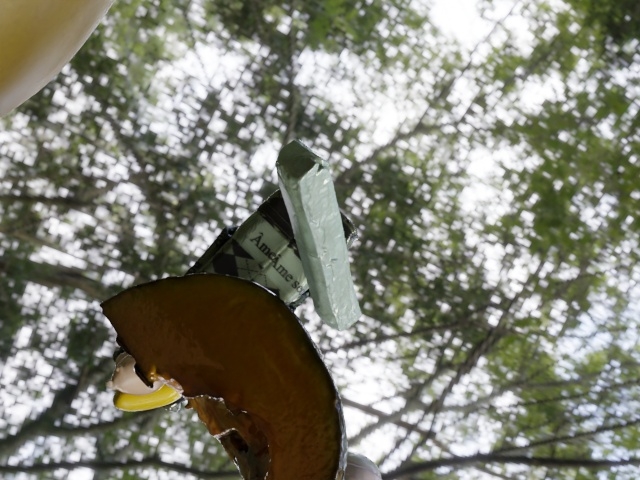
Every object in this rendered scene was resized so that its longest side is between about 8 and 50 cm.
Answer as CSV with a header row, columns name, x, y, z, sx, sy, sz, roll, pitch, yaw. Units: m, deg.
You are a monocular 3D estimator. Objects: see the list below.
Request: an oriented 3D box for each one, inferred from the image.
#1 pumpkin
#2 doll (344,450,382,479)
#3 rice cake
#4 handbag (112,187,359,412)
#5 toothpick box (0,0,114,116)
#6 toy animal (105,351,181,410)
name,x,y,z,sx,sy,sz,roll,pitch,yaw
pumpkin,-0.048,0.145,0.985,0.148,0.169,0.312,-39,-121,1
doll,0.131,0.383,1.597,0.160,0.365,0.094,99,3,-62
rice cake,0.000,0.000,1.031,0.042,0.245,0.045,-38,-125,-18
handbag,-0.144,0.089,1.832,0.416,0.180,0.317,-44,-179,-8
toothpick box,-0.316,-0.259,0.700,0.425,0.409,0.409,-30,-131,27
toy animal,-0.227,0.161,1.369,0.091,0.114,0.082,-30,-127,16
